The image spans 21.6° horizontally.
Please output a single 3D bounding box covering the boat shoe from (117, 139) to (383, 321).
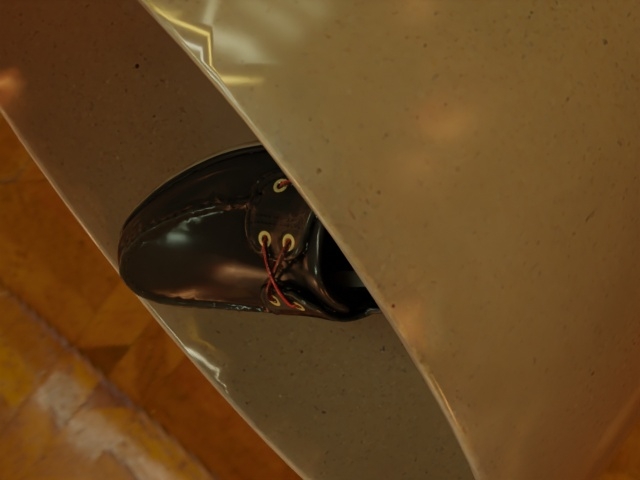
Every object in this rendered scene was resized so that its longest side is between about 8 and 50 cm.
[{"bbox_3d":[-0.001,-0.002,0.479,0.133,0.042,0.049,-7,116,18],"label":"boat shoe"}]

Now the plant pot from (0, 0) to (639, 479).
[{"bbox_3d":[0.028,-0.058,0.528,0.191,0.284,0.284,-38,86,-15],"label":"plant pot"}]
